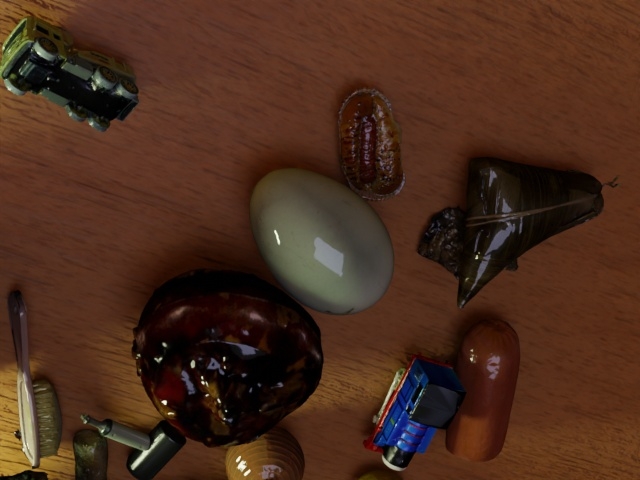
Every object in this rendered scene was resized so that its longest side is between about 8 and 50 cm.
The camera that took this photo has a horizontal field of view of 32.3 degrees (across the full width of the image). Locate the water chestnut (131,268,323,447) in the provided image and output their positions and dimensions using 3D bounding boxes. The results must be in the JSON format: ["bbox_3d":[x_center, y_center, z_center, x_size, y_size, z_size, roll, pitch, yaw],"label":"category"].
[{"bbox_3d":[-0.142,0.191,1.667,0.299,0.300,0.300,-6,116,-12],"label":"water chestnut"}]

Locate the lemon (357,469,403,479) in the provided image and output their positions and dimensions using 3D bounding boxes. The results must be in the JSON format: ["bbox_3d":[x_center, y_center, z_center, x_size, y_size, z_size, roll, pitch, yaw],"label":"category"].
[{"bbox_3d":[0.111,0.452,1.973,0.110,0.082,0.082,13,112,-27],"label":"lemon"}]

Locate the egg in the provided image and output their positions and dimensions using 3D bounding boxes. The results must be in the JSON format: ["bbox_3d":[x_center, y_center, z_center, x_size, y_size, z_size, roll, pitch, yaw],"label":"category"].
[{"bbox_3d":[0.000,0.000,1.668,0.183,0.183,0.264,-41,112,7],"label":"egg"}]

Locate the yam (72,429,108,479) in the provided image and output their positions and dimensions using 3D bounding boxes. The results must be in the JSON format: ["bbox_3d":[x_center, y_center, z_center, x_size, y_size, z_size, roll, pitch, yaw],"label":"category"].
[{"bbox_3d":[-0.379,0.436,1.854,0.061,0.061,0.253,-5,116,-12],"label":"yam"}]

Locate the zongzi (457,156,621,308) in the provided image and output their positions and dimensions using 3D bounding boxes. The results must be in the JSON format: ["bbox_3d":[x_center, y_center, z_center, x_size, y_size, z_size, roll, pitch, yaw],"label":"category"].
[{"bbox_3d":[0.339,-0.002,1.769,0.247,0.111,0.241,6,95,-17],"label":"zongzi"}]

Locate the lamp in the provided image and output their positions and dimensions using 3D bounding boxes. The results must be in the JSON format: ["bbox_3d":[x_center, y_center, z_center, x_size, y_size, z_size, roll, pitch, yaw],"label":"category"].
[{"bbox_3d":[-0.093,0.376,1.857,0.136,0.136,0.136,-6,116,-12],"label":"lamp"}]

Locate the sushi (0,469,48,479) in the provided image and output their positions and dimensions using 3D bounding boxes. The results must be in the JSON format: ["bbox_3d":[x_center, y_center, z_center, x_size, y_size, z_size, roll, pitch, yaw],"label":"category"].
[{"bbox_3d":[-0.466,0.467,1.778,0.114,0.147,0.213,-8,134,-1],"label":"sushi"}]

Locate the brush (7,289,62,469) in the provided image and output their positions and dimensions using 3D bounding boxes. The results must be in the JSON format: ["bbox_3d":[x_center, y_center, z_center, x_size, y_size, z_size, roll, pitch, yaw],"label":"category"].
[{"bbox_3d":[-0.447,0.214,1.734,0.067,0.072,0.313,-16,119,-33],"label":"brush"}]

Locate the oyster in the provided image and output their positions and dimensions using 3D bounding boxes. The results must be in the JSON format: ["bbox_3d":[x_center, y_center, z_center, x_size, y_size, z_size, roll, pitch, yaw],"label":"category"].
[{"bbox_3d":[0.248,0.015,1.815,0.177,0.056,0.105,29,98,-20],"label":"oyster"}]

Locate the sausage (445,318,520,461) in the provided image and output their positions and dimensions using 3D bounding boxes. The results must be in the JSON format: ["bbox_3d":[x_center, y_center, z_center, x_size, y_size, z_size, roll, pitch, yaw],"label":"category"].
[{"bbox_3d":[0.281,0.256,1.905,0.113,0.113,0.259,-2,117,-13],"label":"sausage"}]

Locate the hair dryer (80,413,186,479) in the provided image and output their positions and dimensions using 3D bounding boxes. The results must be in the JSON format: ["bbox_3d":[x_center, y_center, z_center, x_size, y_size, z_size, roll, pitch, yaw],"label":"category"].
[{"bbox_3d":[-0.319,0.321,1.795,0.100,0.057,0.197,-47,131,9],"label":"hair dryer"}]

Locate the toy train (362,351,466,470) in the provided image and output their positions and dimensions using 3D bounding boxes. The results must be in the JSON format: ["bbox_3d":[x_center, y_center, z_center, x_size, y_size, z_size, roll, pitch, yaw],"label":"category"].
[{"bbox_3d":[0.157,0.297,1.880,0.082,0.131,0.204,17,110,-22],"label":"toy train"}]

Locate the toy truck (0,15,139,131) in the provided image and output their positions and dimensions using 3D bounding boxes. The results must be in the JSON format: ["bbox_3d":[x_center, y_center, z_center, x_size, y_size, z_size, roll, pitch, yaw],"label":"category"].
[{"bbox_3d":[-0.340,-0.236,1.507,0.191,0.116,0.085,23,124,-37],"label":"toy truck"}]

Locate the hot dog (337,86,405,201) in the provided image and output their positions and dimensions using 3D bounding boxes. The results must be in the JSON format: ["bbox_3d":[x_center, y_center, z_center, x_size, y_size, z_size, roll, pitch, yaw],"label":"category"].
[{"bbox_3d":[0.077,-0.147,1.690,0.099,0.053,0.192,-17,120,-10],"label":"hot dog"}]
